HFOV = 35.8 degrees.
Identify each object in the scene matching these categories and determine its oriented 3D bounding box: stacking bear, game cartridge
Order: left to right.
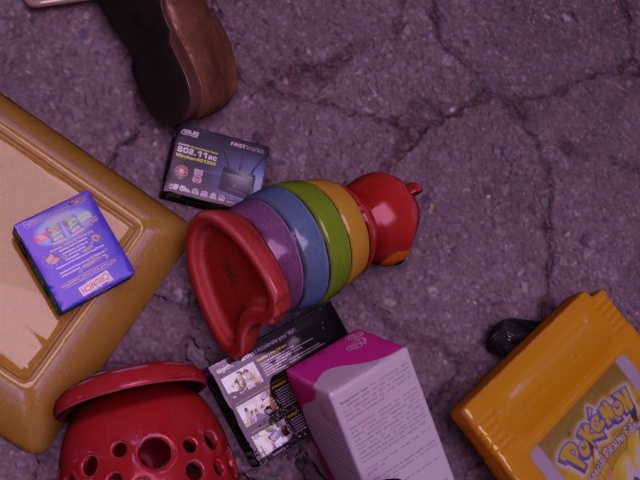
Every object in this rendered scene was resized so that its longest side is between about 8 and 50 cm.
[{"bbox_3d":[0.000,0.000,1.192,0.289,0.175,0.164,-21,74,-34],"label":"stacking bear"},{"bbox_3d":[0.355,0.257,1.256,0.285,0.053,0.323,-38,93,-28],"label":"game cartridge"}]

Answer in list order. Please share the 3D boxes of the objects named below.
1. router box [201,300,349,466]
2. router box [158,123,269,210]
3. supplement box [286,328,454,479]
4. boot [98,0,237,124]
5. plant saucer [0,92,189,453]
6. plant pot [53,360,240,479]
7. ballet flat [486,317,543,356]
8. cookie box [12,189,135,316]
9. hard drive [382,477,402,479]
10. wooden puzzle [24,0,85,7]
[{"bbox_3d":[-0.034,0.172,1.203,0.179,0.046,0.133,-27,86,-22],"label":"router box"},{"bbox_3d":[-0.132,-0.085,1.236,0.122,0.038,0.092,14,73,-14],"label":"router box"},{"bbox_3d":[0.062,0.230,1.148,0.114,0.111,0.220,-29,110,-21],"label":"supplement box"},{"bbox_3d":[-0.194,-0.296,1.229,0.115,0.112,0.305,-22,94,-50],"label":"boot"},{"bbox_3d":[-0.357,0.015,1.119,0.333,0.081,0.332,35,69,-7],"label":"plant saucer"},{"bbox_3d":[-0.190,0.231,1.069,0.191,0.191,0.174,-8,71,-19],"label":"plant pot"},{"bbox_3d":[0.301,0.139,1.329,0.173,0.049,0.057,14,46,-19],"label":"ballet flat"},{"bbox_3d":[-0.269,0.014,1.082,0.092,0.040,0.107,-29,87,-22],"label":"cookie box"},{"bbox_3d":[-0.030,0.405,0.981,0.339,0.064,0.237,-18,84,-20],"label":"hard drive"},{"bbox_3d":[-0.290,-0.420,1.260,0.221,0.044,0.238,-14,82,-20],"label":"wooden puzzle"}]
